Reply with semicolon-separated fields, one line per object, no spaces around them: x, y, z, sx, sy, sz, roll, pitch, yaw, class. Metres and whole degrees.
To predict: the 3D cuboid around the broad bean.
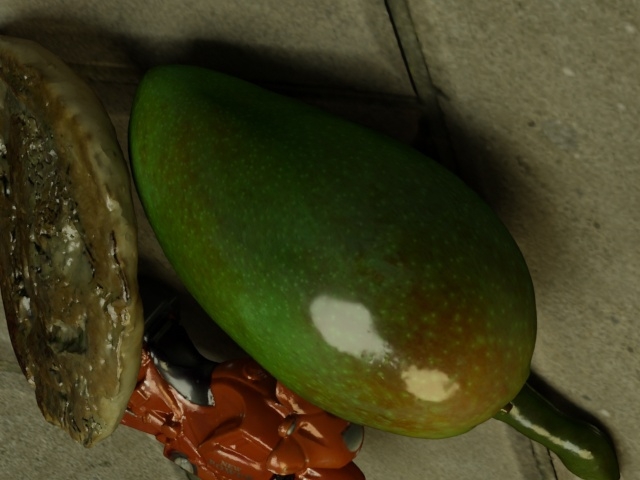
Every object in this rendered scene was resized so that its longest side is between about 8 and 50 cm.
0.163;0.133;1.595;0.256;0.052;0.053;36;-173;-10;broad bean

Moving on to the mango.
0.000;0.000;1.433;0.382;0.201;0.225;40;168;12;mango

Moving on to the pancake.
-0.224;0.002;1.572;0.356;0.065;0.356;40;136;55;pancake

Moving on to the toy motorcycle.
-0.089;0.137;1.705;0.325;0.148;0.221;29;135;12;toy motorcycle
